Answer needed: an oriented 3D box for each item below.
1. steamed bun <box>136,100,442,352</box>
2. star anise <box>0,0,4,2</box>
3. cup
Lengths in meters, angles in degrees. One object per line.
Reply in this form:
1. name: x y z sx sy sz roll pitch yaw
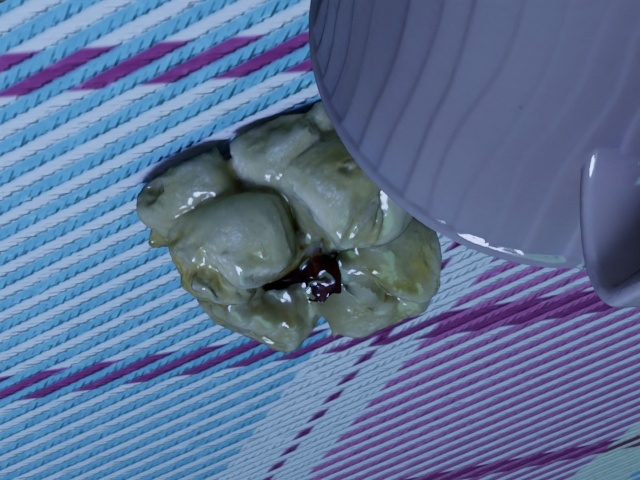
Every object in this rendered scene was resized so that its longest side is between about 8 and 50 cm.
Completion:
1. steamed bun: 0.000 0.000 1.122 0.192 0.106 0.177 -22 159 7
2. star anise: -0.173 -0.129 0.684 0.196 0.111 0.212 6 -167 29
3. cup: 0.106 -0.120 0.714 0.208 0.288 0.273 22 148 1
